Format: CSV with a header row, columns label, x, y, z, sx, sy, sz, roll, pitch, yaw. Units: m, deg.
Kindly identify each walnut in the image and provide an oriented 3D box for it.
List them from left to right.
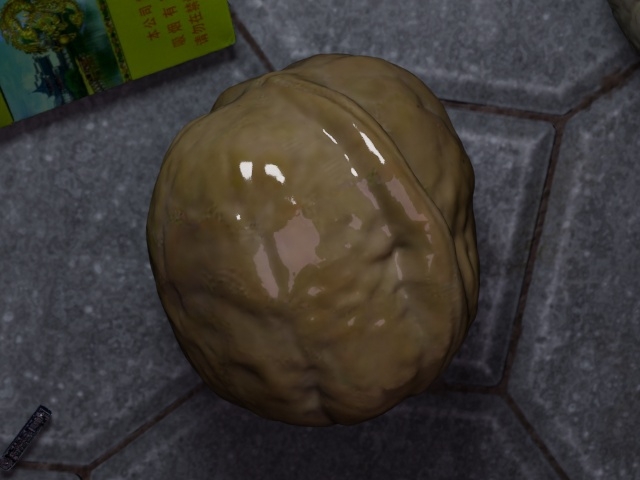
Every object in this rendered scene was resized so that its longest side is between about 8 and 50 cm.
label,x,y,z,sx,sy,sz,roll,pitch,yaw
walnut,0.000,0.000,1.636,0.381,0.381,0.381,-3,107,-11

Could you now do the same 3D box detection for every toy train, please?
label,x,y,z,sx,sy,sz,roll,pitch,yaw
toy train,-0.329,0.219,1.791,0.017,0.017,0.083,36,96,-17

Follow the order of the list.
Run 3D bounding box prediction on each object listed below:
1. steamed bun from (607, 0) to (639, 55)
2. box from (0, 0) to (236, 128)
label,x,y,z,sx,sy,sz,roll,pitch,yaw
steamed bun,0.407,-0.357,1.661,0.236,0.247,0.384,28,100,2
box,-0.260,-0.217,1.611,0.335,0.047,0.187,-20,143,-5
